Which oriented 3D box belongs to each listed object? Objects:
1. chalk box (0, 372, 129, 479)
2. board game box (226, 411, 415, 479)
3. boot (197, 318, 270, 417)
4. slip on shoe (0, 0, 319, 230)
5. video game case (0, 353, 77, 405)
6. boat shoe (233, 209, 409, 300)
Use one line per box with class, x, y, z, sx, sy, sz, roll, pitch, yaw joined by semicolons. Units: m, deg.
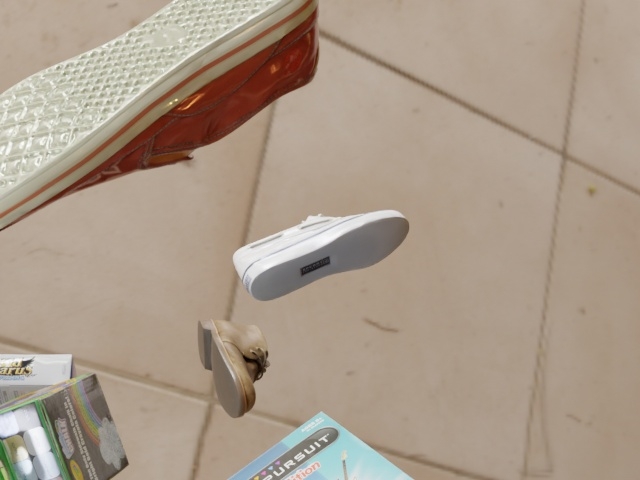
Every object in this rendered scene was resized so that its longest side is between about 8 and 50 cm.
chalk box;-0.341;0.253;1.328;0.213;0.132;0.132;-18;88;-77
board game box;-0.001;0.366;1.365;0.254;0.336;0.079;-33;120;-20
boot;-0.134;0.205;1.924;0.115;0.305;0.112;-2;108;-14
slip on shoe;-0.136;-0.089;0.832;0.331;0.123;0.101;-34;135;-13
video game case;-0.491;0.264;1.724;0.244;0.269;0.061;0;53;-6
boat shoe;0.000;0.000;1.601;0.258;0.095;0.084;-17;47;-21
